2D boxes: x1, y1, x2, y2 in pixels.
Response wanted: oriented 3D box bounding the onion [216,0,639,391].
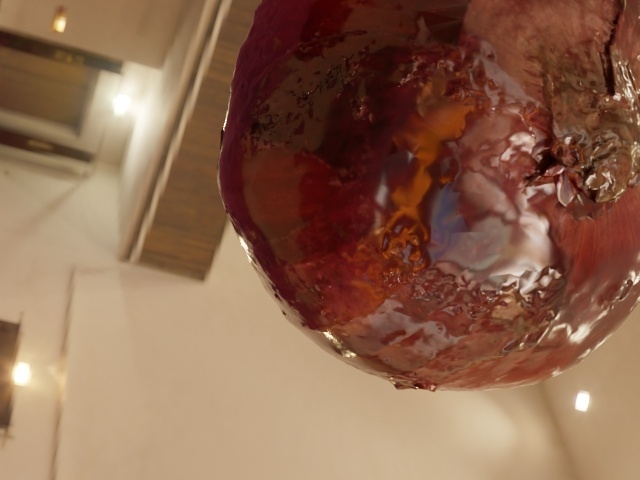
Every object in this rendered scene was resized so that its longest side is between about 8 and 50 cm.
[{"bbox_3d":[0.077,-0.054,0.675,0.276,0.276,0.276,-166,-90,-73],"label":"onion"}]
